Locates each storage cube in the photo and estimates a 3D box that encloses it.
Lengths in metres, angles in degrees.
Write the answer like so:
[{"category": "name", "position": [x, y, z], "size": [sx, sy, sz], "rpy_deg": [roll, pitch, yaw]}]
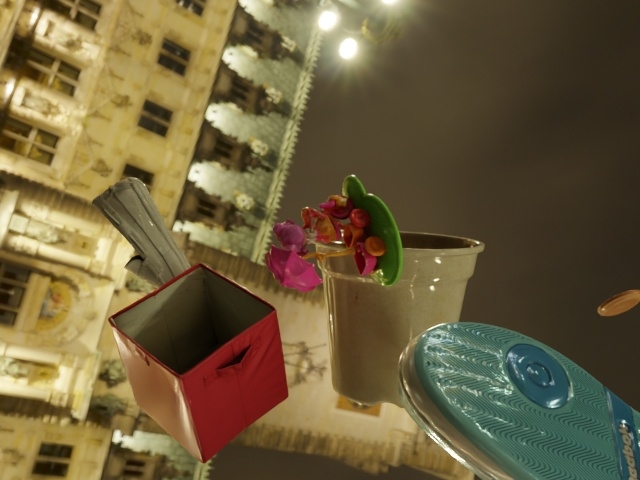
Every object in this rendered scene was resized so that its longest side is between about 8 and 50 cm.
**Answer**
[{"category": "storage cube", "position": [-0.182, 0.186, 1.109], "size": [0.215, 0.184, 0.193], "rpy_deg": [27, -43, 36]}]

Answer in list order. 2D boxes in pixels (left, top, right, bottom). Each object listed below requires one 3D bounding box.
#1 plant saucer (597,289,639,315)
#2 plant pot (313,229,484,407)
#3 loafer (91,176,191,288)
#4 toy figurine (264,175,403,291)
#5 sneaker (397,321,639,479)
[{"category": "plant saucer", "position": [0.552, 0.117, 1.320], "size": [0.083, 0.084, 0.013], "rpy_deg": [-41, -127, 31]}, {"category": "plant pot", "position": [0.137, 0.146, 1.392], "size": [0.334, 0.334, 0.305], "rpy_deg": [11, -80, 52]}, {"category": "loafer", "position": [-0.324, 0.034, 1.385], "size": [0.112, 0.319, 0.112], "rpy_deg": [-30, -175, -11]}, {"category": "toy figurine", "position": [0.000, 0.000, 0.958], "size": [0.130, 0.159, 0.173], "rpy_deg": [108, -37, -55]}, {"category": "sneaker", "position": [0.158, 0.199, 0.548], "size": [0.208, 0.319, 0.127], "rpy_deg": [-51, -169, 43]}]
